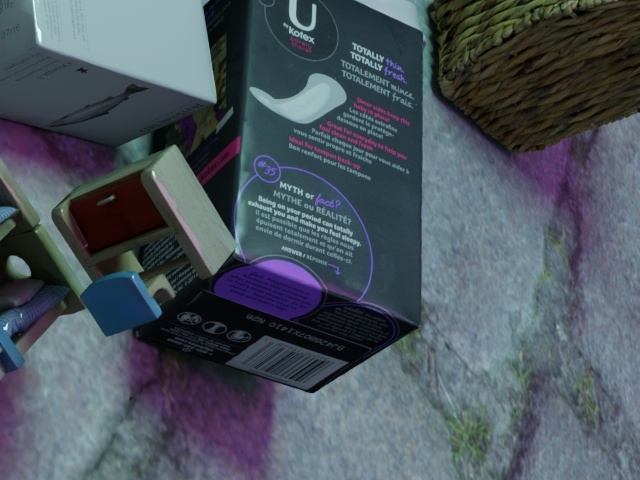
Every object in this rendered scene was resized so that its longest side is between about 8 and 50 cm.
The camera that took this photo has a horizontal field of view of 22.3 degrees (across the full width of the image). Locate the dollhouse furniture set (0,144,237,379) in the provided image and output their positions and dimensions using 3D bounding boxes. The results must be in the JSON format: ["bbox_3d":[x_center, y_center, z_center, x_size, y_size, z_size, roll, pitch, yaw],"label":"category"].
[{"bbox_3d":[-0.176,0.008,0.957,0.129,0.184,0.129,59,33,-17],"label":"dollhouse furniture set"}]

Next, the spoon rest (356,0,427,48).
[{"bbox_3d":[0.017,-0.185,1.455,0.276,0.084,0.137,-14,84,-59],"label":"spoon rest"}]

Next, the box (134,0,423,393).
[{"bbox_3d":[-0.027,-0.048,1.219,0.165,0.143,0.270,22,54,-27],"label":"box"}]

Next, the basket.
[{"bbox_3d":[0.267,-0.260,1.672,0.213,0.299,0.223,33,49,-42],"label":"basket"}]

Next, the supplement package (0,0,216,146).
[{"bbox_3d":[-0.171,-0.142,1.124,0.179,0.105,0.105,12,62,-53],"label":"supplement package"}]
